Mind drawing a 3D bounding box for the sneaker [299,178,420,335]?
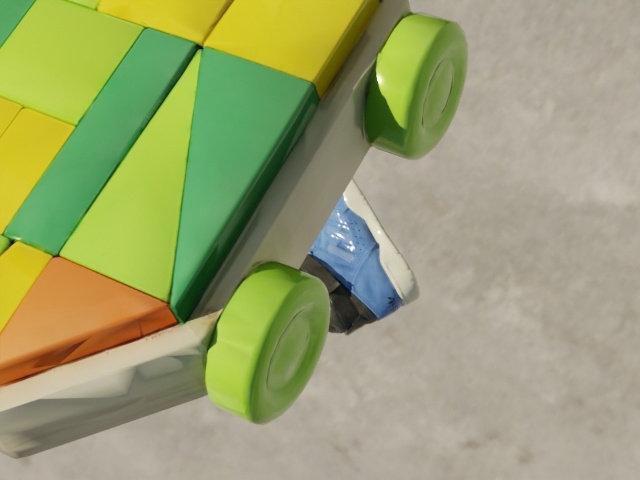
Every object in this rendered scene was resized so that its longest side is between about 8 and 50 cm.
[{"bbox_3d":[0.000,0.000,1.036,0.152,0.084,0.058,58,172,15],"label":"sneaker"}]

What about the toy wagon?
[{"bbox_3d":[-0.078,-0.087,0.564,0.267,0.344,0.068,21,157,22],"label":"toy wagon"}]
